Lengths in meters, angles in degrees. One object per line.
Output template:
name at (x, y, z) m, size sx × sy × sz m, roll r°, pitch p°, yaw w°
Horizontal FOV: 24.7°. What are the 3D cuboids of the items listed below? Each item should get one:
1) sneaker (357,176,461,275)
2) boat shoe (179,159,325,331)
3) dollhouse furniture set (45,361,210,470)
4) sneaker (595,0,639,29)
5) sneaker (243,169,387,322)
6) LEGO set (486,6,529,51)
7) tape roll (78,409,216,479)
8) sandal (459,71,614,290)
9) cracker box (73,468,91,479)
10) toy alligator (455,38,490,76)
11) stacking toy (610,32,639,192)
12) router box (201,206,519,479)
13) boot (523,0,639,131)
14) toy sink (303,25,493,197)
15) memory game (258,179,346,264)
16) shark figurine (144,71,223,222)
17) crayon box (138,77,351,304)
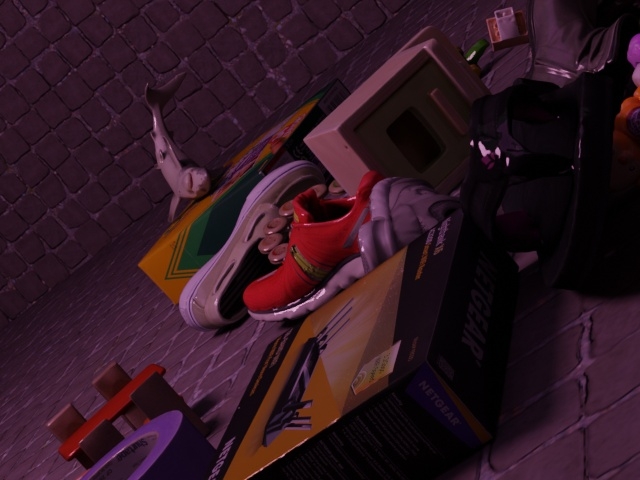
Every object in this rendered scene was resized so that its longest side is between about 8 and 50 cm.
sneaker at (0.110, 0.000, 1.460) m, size 0.115 × 0.105 × 0.281 m, roll -8°, pitch 16°, yaw 9°
boat shoe at (-0.073, 0.011, 2.015) m, size 0.094 × 0.109 × 0.302 m, roll 2°, pitch 50°, yaw 51°
dollhouse furniture set at (-0.278, 0.233, 1.669) m, size 0.259 × 0.135 × 0.262 m, roll -43°, pitch 11°, yaw -15°
sneaker at (0.380, -0.294, 1.665) m, size 0.281 × 0.106 × 0.162 m, roll -50°, pitch 17°, yaw 1°
sneaker at (0.000, 0.000, 1.694) m, size 0.279 × 0.118 × 0.107 m, roll -32°, pitch 13°, yaw 37°
LEGO set at (0.339, -0.316, 1.815) m, size 0.287 × 0.132 × 0.107 m, roll -45°, pitch 1°, yaw 9°
tape roll at (-0.176, 0.254, 1.387) m, size 0.189 × 0.080 × 0.189 m, roll -39°, pitch 12°, yaw 9°
sandal at (0.165, -0.057, 1.217) m, size 0.107 × 0.168 × 0.446 m, roll 5°, pitch 6°, yaw 0°
cracker box at (-0.299, 0.347, 1.468) m, size 0.155 × 0.067 × 0.232 m, roll -37°, pitch 10°, yaw 23°
toy alligator at (0.183, -0.228, 2.187) m, size 0.189 × 0.056 × 0.051 m, roll -41°, pitch -31°, yaw 2°
stacking toy at (0.320, -0.165, 1.231) m, size 0.302 × 0.175 × 0.166 m, roll -52°, pitch 13°, yaw 1°
router box at (0.035, 0.118, 1.193) m, size 0.243 × 0.081 × 0.309 m, roll -36°, pitch 12°, yaw 22°
boot at (0.283, -0.208, 1.518) m, size 0.161 × 0.083 × 0.247 m, roll -16°, pitch 57°, yaw 62°
toy sink at (0.125, -0.146, 1.764) m, size 0.234 × 0.153 × 0.131 m, roll -43°, pitch 11°, yaw -17°
memory game at (0.001, -0.028, 1.920) m, size 0.186 × 0.012 × 0.186 m, roll -21°, pitch 30°, yaw 13°
shark figurine at (-0.226, -0.147, 2.502) m, size 0.116 × 0.278 × 0.166 m, roll -8°, pitch -41°, yaw -24°
crayon box at (-0.107, -0.087, 2.455) m, size 0.313 × 0.106 × 0.363 m, roll -33°, pitch 13°, yaw 34°
